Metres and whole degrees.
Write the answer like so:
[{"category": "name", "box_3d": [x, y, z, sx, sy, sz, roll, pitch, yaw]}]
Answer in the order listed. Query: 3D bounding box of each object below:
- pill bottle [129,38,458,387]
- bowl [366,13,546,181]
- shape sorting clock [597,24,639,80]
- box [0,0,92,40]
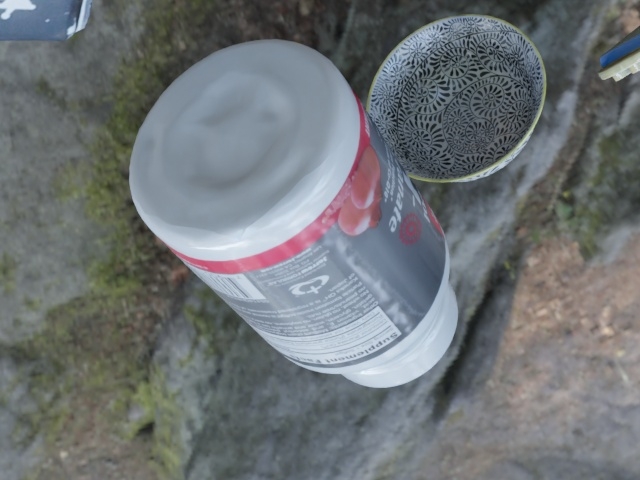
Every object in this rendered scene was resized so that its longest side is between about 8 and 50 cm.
[{"category": "pill bottle", "box_3d": [0.000, 0.000, 0.949, 0.176, 0.176, 0.318, -28, 143, 9]}, {"category": "bowl", "box_3d": [0.136, -0.118, 1.109, 0.170, 0.170, 0.080, -31, 151, 12]}, {"category": "shape sorting clock", "box_3d": [0.314, -0.186, 0.947, 0.206, 0.206, 0.040, -36, 94, 18]}, {"category": "box", "box_3d": [-0.380, -0.357, 0.591, 0.480, 0.471, 0.297, -5, 144, -27]}]
